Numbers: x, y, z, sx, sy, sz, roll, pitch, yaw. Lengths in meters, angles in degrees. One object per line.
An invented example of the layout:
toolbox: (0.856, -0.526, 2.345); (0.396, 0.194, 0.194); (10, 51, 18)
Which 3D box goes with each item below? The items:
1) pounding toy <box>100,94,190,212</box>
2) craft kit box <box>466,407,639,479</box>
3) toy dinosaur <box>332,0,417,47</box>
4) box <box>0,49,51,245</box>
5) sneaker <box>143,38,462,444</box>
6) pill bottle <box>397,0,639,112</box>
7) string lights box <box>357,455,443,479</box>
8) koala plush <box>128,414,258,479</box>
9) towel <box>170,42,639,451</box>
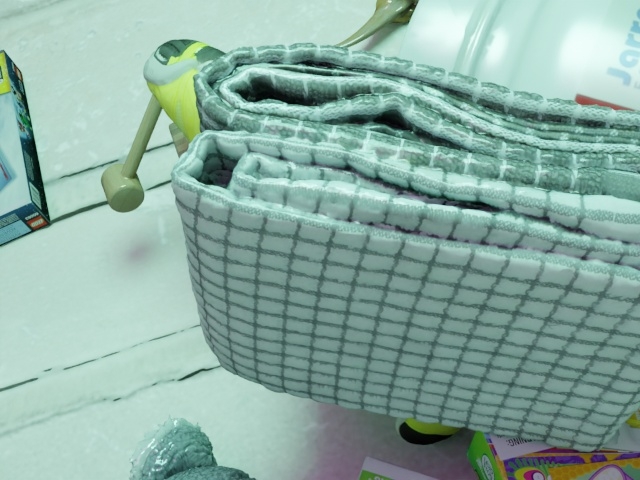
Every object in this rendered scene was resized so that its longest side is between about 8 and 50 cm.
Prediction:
pounding toy: (-0.088, -0.059, 0.894); (0.206, 0.181, 0.094); (-25, 55, 3)
craft kit box: (0.252, 0.205, 0.644); (0.249, 0.061, 0.247); (-12, 57, -13)
toy dinosaur: (0.075, -0.235, 1.032); (0.112, 0.064, 0.211); (10, 52, 44)
box: (-0.385, -0.084, 1.095); (0.159, 0.044, 0.233); (-23, 55, 4)
sneaker: (0.000, 0.000, 0.773); (0.384, 0.145, 0.147); (43, 98, 4)
pill bottle: (0.264, -0.069, 0.718); (0.407, 0.229, 0.229); (19, 67, 18)
string lights box: (0.053, 0.295, 0.690); (0.133, 0.077, 0.260); (13, 64, 22)
koala plush: (-0.114, 0.245, 0.726); (0.196, 0.203, 0.221); (34, 63, 32)
towel: (0.068, 0.008, 0.593); (0.283, 0.235, 0.121); (9, 59, 3)
